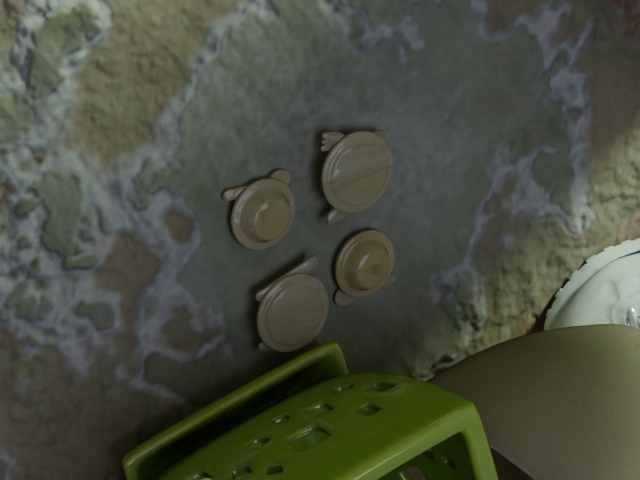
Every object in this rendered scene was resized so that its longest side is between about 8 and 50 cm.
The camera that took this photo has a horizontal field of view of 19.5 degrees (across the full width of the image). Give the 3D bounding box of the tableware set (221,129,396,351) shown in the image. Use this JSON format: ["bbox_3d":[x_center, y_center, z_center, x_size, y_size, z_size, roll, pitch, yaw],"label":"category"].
[{"bbox_3d":[0.000,0.000,1.406,0.141,0.020,0.168,-24,121,-26],"label":"tableware set"}]

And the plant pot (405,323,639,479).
[{"bbox_3d":[0.212,0.176,1.465,0.191,0.284,0.284,-43,127,-21],"label":"plant pot"}]

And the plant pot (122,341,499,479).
[{"bbox_3d":[-0.008,0.220,1.367,0.227,0.207,0.228,-28,122,-23],"label":"plant pot"}]

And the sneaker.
[{"bbox_3d":[0.294,0.048,1.583,0.235,0.095,0.090,-32,126,-17],"label":"sneaker"}]
